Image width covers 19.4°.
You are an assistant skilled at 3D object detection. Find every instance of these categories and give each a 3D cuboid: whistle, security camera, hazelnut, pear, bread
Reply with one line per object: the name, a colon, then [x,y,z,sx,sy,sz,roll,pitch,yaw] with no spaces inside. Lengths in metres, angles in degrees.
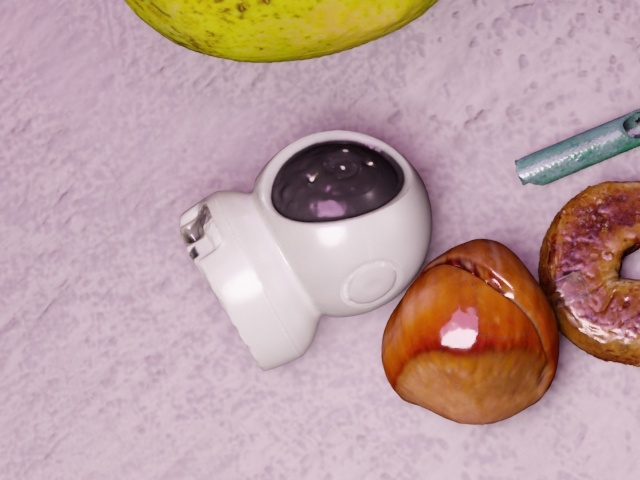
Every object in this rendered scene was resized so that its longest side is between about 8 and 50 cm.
whistle: [0.287,-0.101,1.897,0.186,0.039,0.039,-22,73,8]
security camera: [0.000,0.000,1.869,0.236,0.194,0.194,-28,72,2]
hazelnut: [0.153,0.091,1.821,0.182,0.182,0.182,-3,76,13]
pear: [-0.027,-0.360,1.876,0.391,0.391,0.391,-3,76,13]
bread: [0.304,0.033,1.850,0.193,0.064,0.193,-2,73,8]
